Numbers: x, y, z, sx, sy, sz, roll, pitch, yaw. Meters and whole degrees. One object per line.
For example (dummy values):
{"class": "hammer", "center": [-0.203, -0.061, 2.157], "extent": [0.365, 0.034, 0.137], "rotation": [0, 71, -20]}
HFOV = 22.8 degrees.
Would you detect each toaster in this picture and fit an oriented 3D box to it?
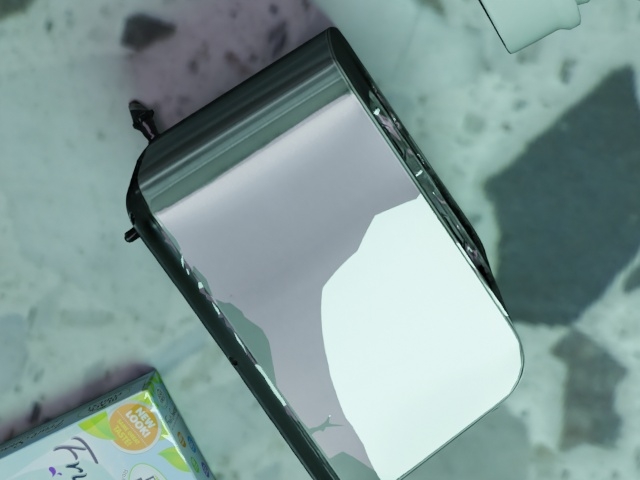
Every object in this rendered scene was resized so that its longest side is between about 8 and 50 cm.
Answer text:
{"class": "toaster", "center": [0.000, 0.000, 0.684], "extent": [0.110, 0.168, 0.185], "rotation": [-34, 99, 7]}

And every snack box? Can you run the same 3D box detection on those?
{"class": "snack box", "center": [-0.122, 0.140, 0.785], "extent": [0.141, 0.037, 0.100], "rotation": [-26, 101, 8]}

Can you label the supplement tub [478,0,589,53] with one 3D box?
{"class": "supplement tub", "center": [0.161, -0.230, 0.591], "extent": [0.316, 0.228, 0.228], "rotation": [-29, 99, 8]}
